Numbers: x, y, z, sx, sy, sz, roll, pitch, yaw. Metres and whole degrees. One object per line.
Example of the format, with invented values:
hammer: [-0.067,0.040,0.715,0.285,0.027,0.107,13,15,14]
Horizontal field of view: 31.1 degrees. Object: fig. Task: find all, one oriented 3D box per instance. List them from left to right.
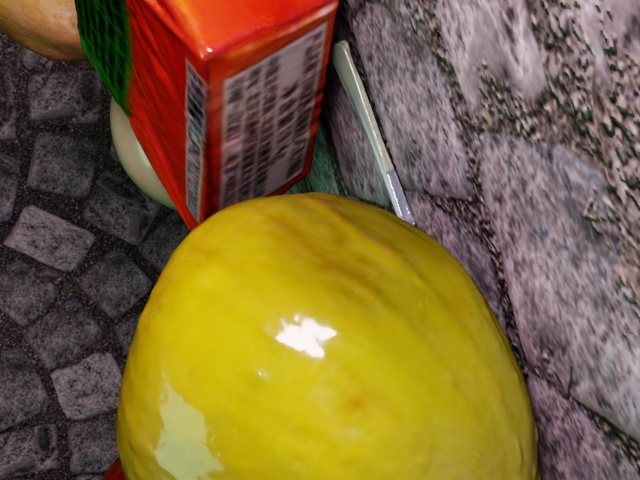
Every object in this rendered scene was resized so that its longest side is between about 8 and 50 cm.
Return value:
fig: [0.013,0.139,0.914,0.343,0.343,0.343,161,90,-79]

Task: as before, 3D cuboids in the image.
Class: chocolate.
chocolate: [-0.133,-0.226,1.177,0.341,0.161,0.360,58,161,22]

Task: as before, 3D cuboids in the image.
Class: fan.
fan: [0.049,-0.097,1.071,0.038,0.016,0.193,122,128,-73]

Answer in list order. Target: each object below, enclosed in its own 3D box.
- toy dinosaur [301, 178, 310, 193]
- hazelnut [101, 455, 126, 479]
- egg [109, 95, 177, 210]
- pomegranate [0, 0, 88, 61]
toy dinosaur: [0.000,0.000,1.439,0.126,0.039,0.162,-136,36,-65]
hazelnut: [-0.072,0.377,1.243,0.353,0.421,0.420,-13,97,51]
egg: [-0.155,-0.150,1.447,0.219,0.219,0.269,84,176,-49]
pomegranate: [-0.280,-0.376,1.466,0.338,0.338,0.338,161,90,-79]
